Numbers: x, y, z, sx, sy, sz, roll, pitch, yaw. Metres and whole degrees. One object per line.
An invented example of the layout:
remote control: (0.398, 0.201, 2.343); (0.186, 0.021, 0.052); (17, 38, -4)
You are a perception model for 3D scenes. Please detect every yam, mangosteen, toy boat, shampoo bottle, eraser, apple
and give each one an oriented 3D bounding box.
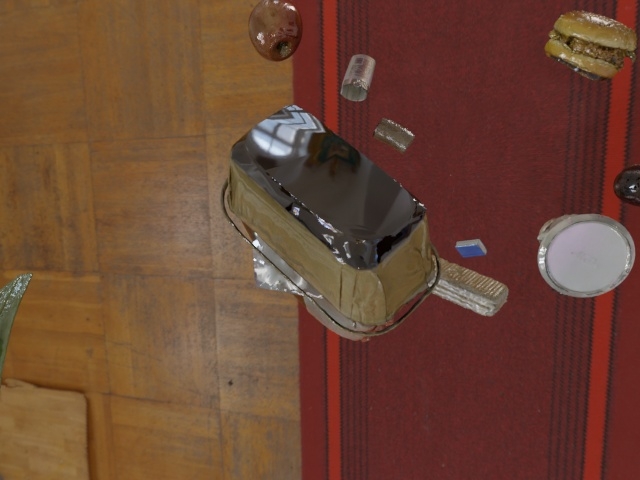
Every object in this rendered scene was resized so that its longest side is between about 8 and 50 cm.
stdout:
yam: (0.243, -0.346, 1.436); (0.127, 0.084, 0.084); (35, 106, 12)
mangosteen: (1.006, -0.180, 1.360); (0.152, 0.152, 0.153); (3, 99, 16)
toy boat: (-0.469, 0.180, 0.613); (0.093, 0.055, 0.293); (-28, 56, 33)
shampoo bottle: (0.122, -0.521, 1.385); (0.086, 0.228, 0.056); (12, 136, 2)
eraser: (0.508, 0.028, 1.468); (0.084, 0.027, 0.063); (-10, 133, 47)
apple: (-0.139, -0.670, 1.383); (0.180, 0.181, 0.169); (-32, 66, 18)

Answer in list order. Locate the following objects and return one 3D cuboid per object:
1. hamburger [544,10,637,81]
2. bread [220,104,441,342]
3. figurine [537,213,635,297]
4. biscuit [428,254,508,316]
hamburger: (0.621, -0.457, 1.007); (0.181, 0.191, 0.118); (26, 125, 3)
bread: (0.000, 0.000, 0.427); (0.142, 0.212, 0.224); (-40, 69, -20)
figurine: (0.401, 0.008, 0.699); (0.132, 0.154, 0.133); (4, 106, 13)
biscuit: (0.328, 0.103, 1.066); (0.238, 0.108, 0.062); (23, 118, 33)
